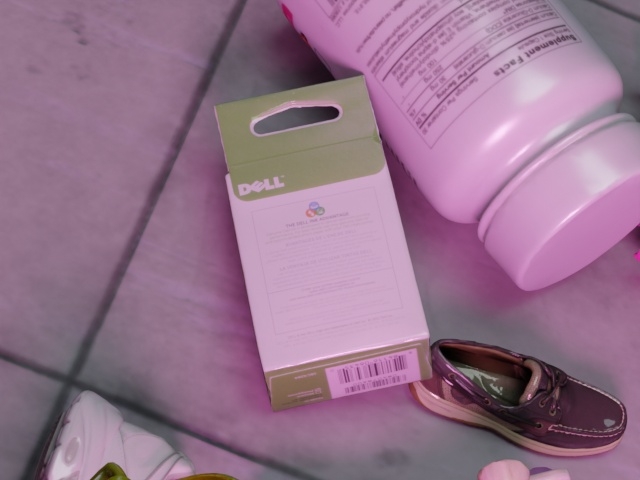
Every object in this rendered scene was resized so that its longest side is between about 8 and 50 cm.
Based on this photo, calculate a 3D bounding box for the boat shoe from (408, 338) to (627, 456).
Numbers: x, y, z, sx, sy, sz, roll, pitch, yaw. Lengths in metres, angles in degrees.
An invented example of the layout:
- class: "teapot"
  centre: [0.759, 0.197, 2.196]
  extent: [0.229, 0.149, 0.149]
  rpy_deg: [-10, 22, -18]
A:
- class: "boat shoe"
  centre: [0.136, 0.103, 1.316]
  extent: [0.152, 0.049, 0.056]
  rpy_deg: [13, 55, -9]

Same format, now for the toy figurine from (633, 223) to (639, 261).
- class: "toy figurine"
  centre: [0.271, -0.044, 1.434]
  extent: [0.173, 0.130, 0.159]
  rpy_deg: [26, 60, 27]

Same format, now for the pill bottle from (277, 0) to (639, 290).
- class: "pill bottle"
  centre: [0.108, -0.114, 1.383]
  extent: [0.160, 0.160, 0.283]
  rpy_deg: [-25, 68, -30]

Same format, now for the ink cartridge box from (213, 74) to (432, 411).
- class: "ink cartridge box"
  centre: [0.000, 0.000, 1.314]
  extent: [0.109, 0.062, 0.209]
  rpy_deg: [-12, 59, -1]

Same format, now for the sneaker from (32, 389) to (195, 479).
- class: "sneaker"
  centre: [-0.127, 0.198, 1.146]
  extent: [0.115, 0.090, 0.232]
  rpy_deg: [22, 54, -7]

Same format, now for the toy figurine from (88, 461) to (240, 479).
- class: "toy figurine"
  centre: [-0.153, 0.298, 0.987]
  extent: [0.362, 0.191, 0.217]
  rpy_deg: [-35, 104, -26]

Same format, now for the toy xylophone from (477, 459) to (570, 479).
- class: "toy xylophone"
  centre: [0.123, 0.266, 1.097]
  extent: [0.081, 0.236, 0.323]
  rpy_deg: [-1, 55, -7]
